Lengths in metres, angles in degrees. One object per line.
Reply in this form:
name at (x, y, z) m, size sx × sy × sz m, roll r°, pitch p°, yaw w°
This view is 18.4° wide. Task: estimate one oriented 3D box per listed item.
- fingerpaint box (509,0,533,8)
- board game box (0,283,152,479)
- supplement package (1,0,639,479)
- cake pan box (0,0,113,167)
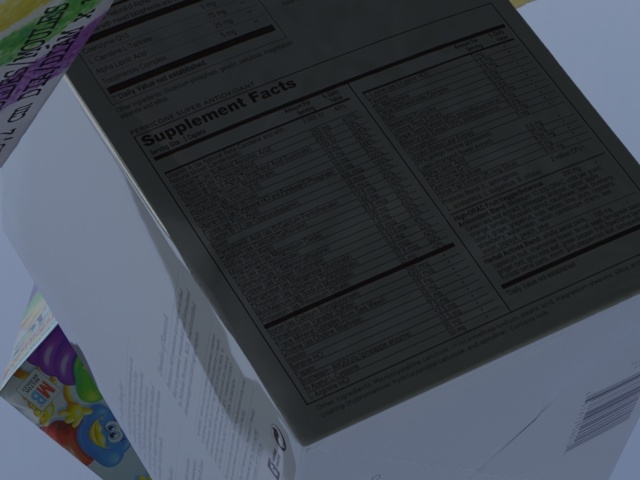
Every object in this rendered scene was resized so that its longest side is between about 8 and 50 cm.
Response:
fingerpaint box at (0.039, -0.323, 1.278) m, size 0.445 × 0.163 × 0.371 m, roll -18°, pitch -119°, yaw -9°
board game box at (-0.097, 0.052, 1.262) m, size 0.142 × 0.144 × 0.275 m, roll 41°, pitch -173°, yaw -11°
supplement package at (0.000, 0.000, 0.882) m, size 0.198 × 0.199 × 0.263 m, roll -23°, pitch -119°, yaw -22°
cake pan box at (-0.127, -0.084, 0.442) m, size 0.246 × 0.267 × 0.070 m, roll -19°, pitch -112°, yaw -48°
